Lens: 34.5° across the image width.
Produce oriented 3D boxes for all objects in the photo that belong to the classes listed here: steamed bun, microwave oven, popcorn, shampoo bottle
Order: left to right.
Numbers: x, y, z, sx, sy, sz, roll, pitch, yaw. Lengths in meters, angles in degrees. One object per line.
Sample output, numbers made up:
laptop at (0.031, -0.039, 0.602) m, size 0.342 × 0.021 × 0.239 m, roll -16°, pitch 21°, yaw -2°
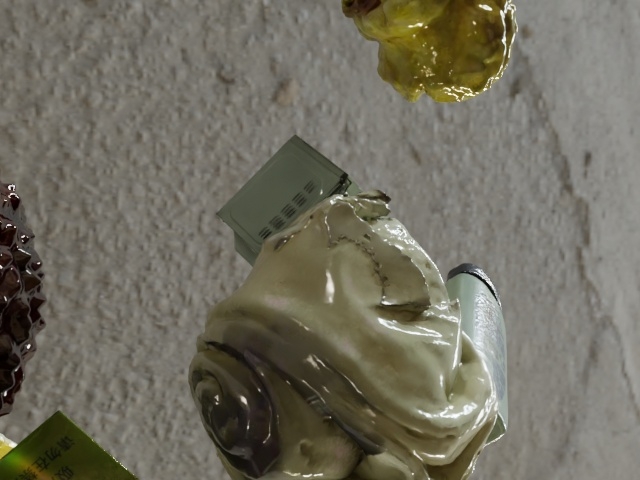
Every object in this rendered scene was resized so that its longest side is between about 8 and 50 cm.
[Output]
steamed bun at (-0.013, 0.152, 1.051) m, size 0.237 × 0.347 × 0.394 m, roll -29°, pitch 121°, yaw -48°
microwave oven at (0.000, 0.000, 1.262) m, size 0.162 × 0.122 × 0.208 m, roll -47°, pitch 138°, yaw -3°
popcorn at (0.135, -0.276, 1.221) m, size 0.203 × 0.200 × 0.226 m, roll 12°, pitch 101°, yaw -64°
shampoo bottle at (0.239, 0.170, 1.578) m, size 0.134 × 0.078 × 0.359 m, roll 48°, pitch 25°, yaw -17°

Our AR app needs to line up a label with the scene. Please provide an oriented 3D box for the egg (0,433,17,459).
egg at (-0.431, 0.402, 1.274) m, size 0.283 × 0.283 × 0.345 m, roll -51°, pitch 133°, yaw -34°

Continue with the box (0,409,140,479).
box at (-0.190, 0.310, 0.931) m, size 0.173 × 0.311 × 0.043 m, roll -42°, pitch 163°, yaw -36°

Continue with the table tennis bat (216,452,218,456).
table tennis bat at (-0.063, 0.334, 1.585) m, size 0.220 × 0.019 × 0.130 m, roll 16°, pitch 79°, yaw -33°

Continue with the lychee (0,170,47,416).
lychee at (-0.463, 0.060, 0.981) m, size 0.425 × 0.500 × 0.424 m, roll 8°, pitch 79°, yaw -45°
